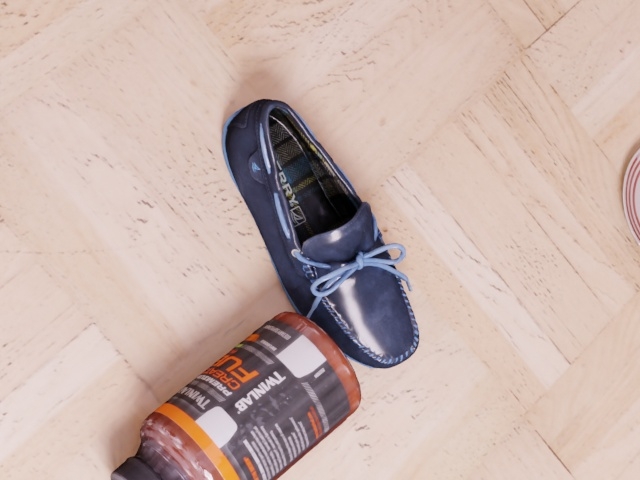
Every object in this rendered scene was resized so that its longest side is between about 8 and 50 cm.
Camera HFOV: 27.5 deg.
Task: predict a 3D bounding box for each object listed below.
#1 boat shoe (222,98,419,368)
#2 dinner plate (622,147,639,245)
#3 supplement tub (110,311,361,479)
[{"bbox_3d":[0.000,0.000,1.105,0.109,0.089,0.258,-41,97,-24],"label":"boat shoe"},{"bbox_3d":[0.357,-0.036,1.304,0.141,0.017,0.141,5,77,-21],"label":"dinner plate"},{"bbox_3d":[-0.068,0.151,1.037,0.198,0.106,0.106,-38,95,-25],"label":"supplement tub"}]
